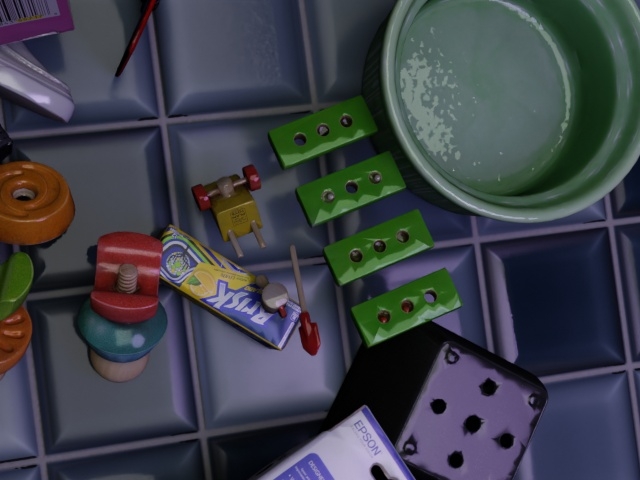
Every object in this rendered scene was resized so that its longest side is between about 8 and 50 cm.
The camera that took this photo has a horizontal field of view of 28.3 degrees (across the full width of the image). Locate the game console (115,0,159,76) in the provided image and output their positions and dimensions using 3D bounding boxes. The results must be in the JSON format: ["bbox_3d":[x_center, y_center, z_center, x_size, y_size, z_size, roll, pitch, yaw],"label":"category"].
[{"bbox_3d":[-0.200,-0.247,1.269,0.085,0.144,0.124,-37,96,-14],"label":"game console"}]

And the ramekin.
[{"bbox_3d":[0.190,-0.165,1.362,0.303,0.148,0.304,1,86,-14],"label":"ramekin"}]

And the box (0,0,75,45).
[{"bbox_3d":[-0.362,-0.301,1.172,0.213,0.117,0.243,-14,78,-8],"label":"box"}]

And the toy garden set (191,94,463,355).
[{"bbox_3d":[0.000,0.000,1.303,0.203,0.049,0.244,-23,79,-11],"label":"toy garden set"}]

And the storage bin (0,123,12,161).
[{"bbox_3d":[-0.394,-0.073,1.221,0.180,0.122,0.084,-37,96,-13],"label":"storage bin"}]

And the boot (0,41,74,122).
[{"bbox_3d":[-0.337,-0.227,1.256,0.258,0.095,0.123,30,82,-7],"label":"boot"}]

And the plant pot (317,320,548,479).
[{"bbox_3d":[0.128,0.184,1.318,0.187,0.167,0.188,28,82,-11],"label":"plant pot"}]

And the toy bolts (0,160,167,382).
[{"bbox_3d":[-0.263,0.054,1.270,0.228,0.159,0.218,10,44,-4],"label":"toy bolts"}]

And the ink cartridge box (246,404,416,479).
[{"bbox_3d":[-0.050,0.313,1.192,0.332,0.065,0.165,-32,88,-17],"label":"ink cartridge box"}]

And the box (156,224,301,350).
[{"bbox_3d":[-0.102,0.050,1.321,0.168,0.059,0.054,32,80,-10],"label":"box"}]
